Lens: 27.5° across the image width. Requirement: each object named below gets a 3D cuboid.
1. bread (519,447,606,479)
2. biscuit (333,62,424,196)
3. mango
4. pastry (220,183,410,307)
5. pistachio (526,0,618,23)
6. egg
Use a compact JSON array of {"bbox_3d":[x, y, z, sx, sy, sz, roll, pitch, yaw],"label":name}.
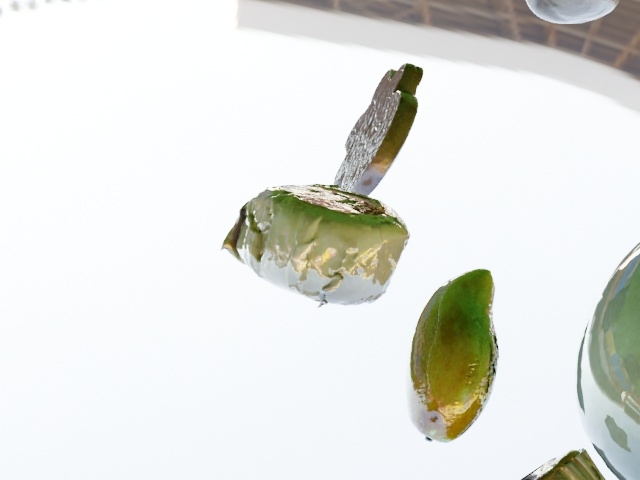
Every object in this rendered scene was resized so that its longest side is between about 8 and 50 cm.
[{"bbox_3d":[0.261,0.351,1.609,0.192,0.210,0.110,-37,-104,-13],"label":"bread"},{"bbox_3d":[0.069,-0.122,1.528,0.039,0.180,0.236,30,-160,-9],"label":"biscuit"},{"bbox_3d":[0.168,0.136,1.622,0.111,0.233,0.125,32,157,-29],"label":"mango"},{"bbox_3d":[0.000,0.000,1.178,0.166,0.088,0.166,14,-167,-3],"label":"pastry"},{"bbox_3d":[0.287,-0.312,1.517,0.108,0.126,0.185,25,-179,39],"label":"pistachio"},{"bbox_3d":[0.390,0.113,1.311,0.258,0.258,0.352,23,-139,15],"label":"egg"}]
